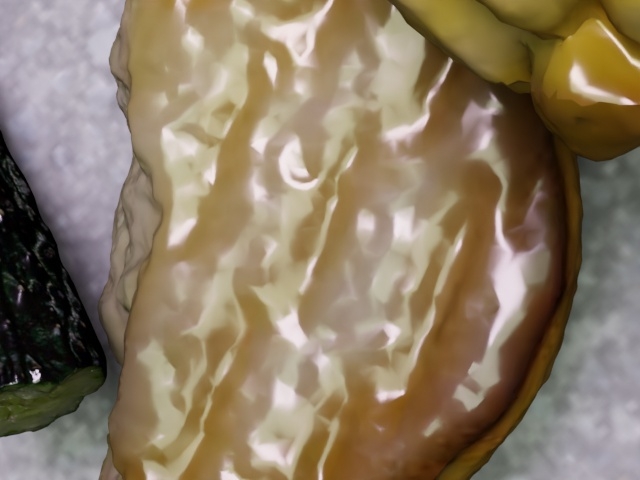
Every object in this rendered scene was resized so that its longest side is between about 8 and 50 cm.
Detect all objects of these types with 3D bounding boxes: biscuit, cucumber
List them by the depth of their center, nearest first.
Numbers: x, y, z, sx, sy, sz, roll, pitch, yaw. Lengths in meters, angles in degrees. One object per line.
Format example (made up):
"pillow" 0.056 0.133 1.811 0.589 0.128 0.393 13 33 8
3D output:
"biscuit" 0.000 0.000 0.570 0.213 0.091 0.274 9 88 15
"cucumber" -0.177 -0.046 0.593 0.072 0.072 0.300 -35 65 8

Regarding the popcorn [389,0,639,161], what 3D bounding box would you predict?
"popcorn" 0.136 -0.212 0.433 0.390 0.354 0.344 9 125 -4
